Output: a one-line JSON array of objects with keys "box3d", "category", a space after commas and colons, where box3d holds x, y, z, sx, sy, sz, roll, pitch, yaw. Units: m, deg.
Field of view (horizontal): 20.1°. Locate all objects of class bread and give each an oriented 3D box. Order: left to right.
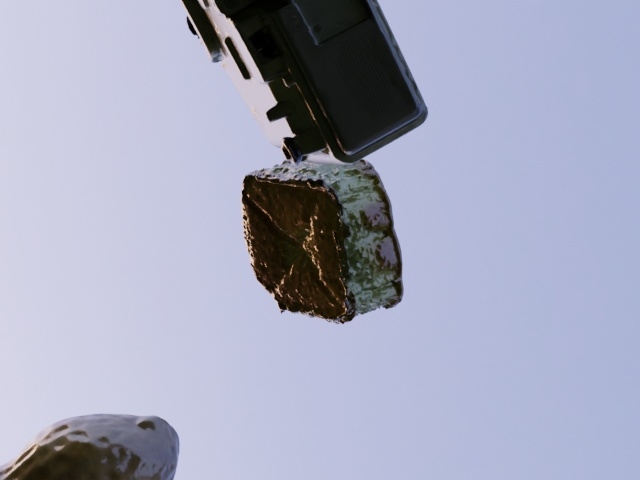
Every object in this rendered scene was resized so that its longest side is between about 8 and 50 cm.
[{"box3d": [0.000, 0.000, 1.403, 0.140, 0.069, 0.128, 6, -71, 51], "category": "bread"}]

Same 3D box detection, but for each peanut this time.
[{"box3d": [-0.181, 0.175, 1.212, 0.089, 0.192, 0.089, 60, -8, 14], "category": "peanut"}]

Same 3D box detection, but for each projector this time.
[{"box3d": [-0.046, -0.169, 1.037, 0.270, 0.088, 0.193, 62, -7, -7], "category": "projector"}]
